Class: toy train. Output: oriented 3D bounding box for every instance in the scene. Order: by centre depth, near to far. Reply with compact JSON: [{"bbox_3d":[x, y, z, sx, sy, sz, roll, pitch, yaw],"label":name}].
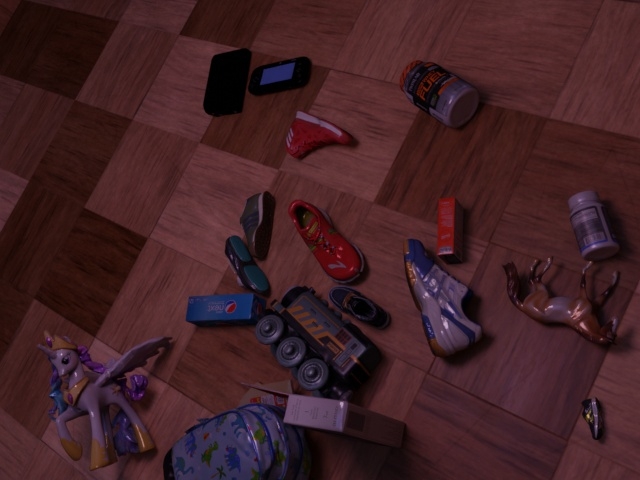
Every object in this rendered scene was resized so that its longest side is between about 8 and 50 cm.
[{"bbox_3d":[-0.011,0.245,1.763,0.190,0.142,0.334,-44,52,-8],"label":"toy train"}]

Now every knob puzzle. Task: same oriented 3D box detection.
[{"bbox_3d":[-0.130,0.439,1.795,0.213,0.030,0.213,-2,85,31],"label":"knob puzzle"}]

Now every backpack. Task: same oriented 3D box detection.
[{"bbox_3d":[-0.189,0.519,1.681,0.356,0.273,0.290,-26,56,10],"label":"backpack"}]

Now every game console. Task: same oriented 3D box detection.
[{"bbox_3d":[-0.192,-0.496,2.229,0.362,0.044,0.213,-5,68,28],"label":"game console"}]

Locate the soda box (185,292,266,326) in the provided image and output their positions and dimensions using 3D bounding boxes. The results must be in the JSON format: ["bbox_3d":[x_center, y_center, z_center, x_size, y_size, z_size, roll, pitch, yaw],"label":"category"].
[{"bbox_3d":[-0.252,0.186,1.958,0.210,0.067,0.071,-5,68,28],"label":"soda box"}]

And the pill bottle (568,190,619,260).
[{"bbox_3d":[0.577,-0.032,1.569,0.078,0.078,0.137,-19,61,22],"label":"pill bottle"}]

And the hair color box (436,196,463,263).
[{"bbox_3d":[0.304,-0.022,1.725,0.043,0.072,0.141,-6,66,27],"label":"hair color box"}]

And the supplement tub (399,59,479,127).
[{"bbox_3d":[0.294,-0.372,1.852,0.117,0.117,0.190,-50,54,2],"label":"supplement tub"}]

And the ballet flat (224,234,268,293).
[{"bbox_3d":[-0.204,0.078,1.983,0.074,0.074,0.203,-39,62,10],"label":"ballet flat"}]

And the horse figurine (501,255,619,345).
[{"bbox_3d":[0.505,0.121,1.554,0.263,0.066,0.174,10,69,30],"label":"horse figurine"}]

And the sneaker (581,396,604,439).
[{"bbox_3d":[0.537,0.353,1.461,0.035,0.031,0.083,-17,57,39],"label":"sneaker"}]

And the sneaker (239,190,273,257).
[{"bbox_3d":[-0.183,-0.040,2.022,0.086,0.064,0.192,-8,66,36],"label":"sneaker"}]

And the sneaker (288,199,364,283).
[{"bbox_3d":[0.000,0.000,1.861,0.107,0.118,0.279,-46,55,6],"label":"sneaker"}]

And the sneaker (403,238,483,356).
[{"bbox_3d":[0.275,0.119,1.679,0.131,0.112,0.296,-18,62,3],"label":"sneaker"}]

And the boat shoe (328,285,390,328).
[{"bbox_3d":[0.080,0.148,1.773,0.183,0.083,0.065,25,84,35],"label":"boat shoe"}]

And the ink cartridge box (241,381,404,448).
[{"bbox_3d":[0.005,0.380,1.588,0.261,0.296,0.066,2,71,31],"label":"ink cartridge box"}]

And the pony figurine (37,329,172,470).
[{"bbox_3d":[-0.561,0.392,1.917,0.303,0.351,0.363,-27,77,22],"label":"pony figurine"}]

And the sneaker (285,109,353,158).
[{"bbox_3d":[-0.010,-0.266,2.016,0.221,0.087,0.128,32,96,48],"label":"sneaker"}]
